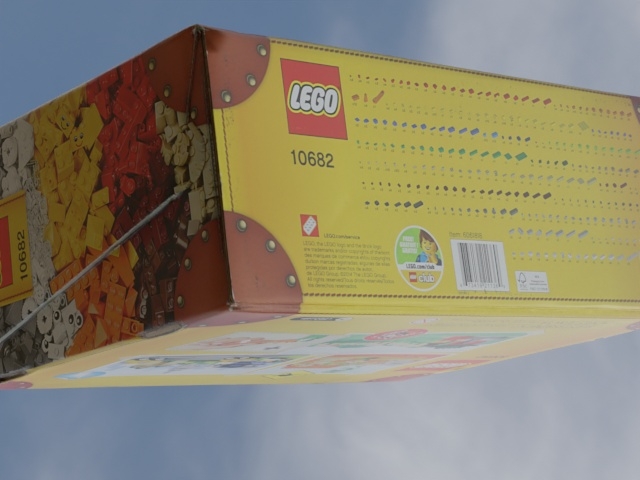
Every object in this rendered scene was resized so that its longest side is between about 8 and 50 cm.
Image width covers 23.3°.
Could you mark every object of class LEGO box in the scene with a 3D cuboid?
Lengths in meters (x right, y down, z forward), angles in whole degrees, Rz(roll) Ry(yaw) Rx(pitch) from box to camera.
[{"bbox_3d":[0.000,0.000,1.260,0.372,0.500,0.193,-18,-106,47],"label":"LEGO box"}]
